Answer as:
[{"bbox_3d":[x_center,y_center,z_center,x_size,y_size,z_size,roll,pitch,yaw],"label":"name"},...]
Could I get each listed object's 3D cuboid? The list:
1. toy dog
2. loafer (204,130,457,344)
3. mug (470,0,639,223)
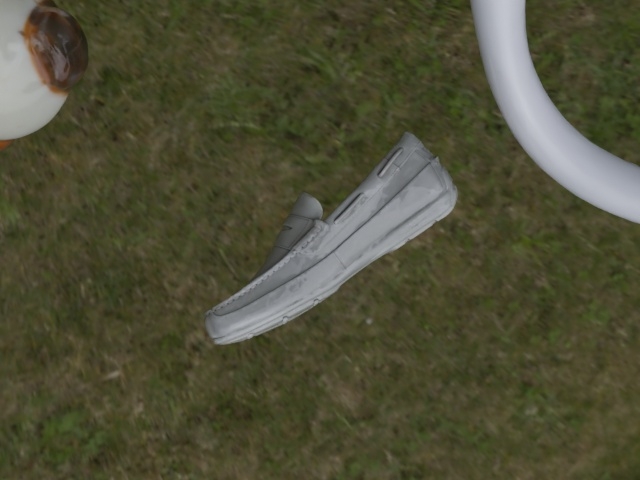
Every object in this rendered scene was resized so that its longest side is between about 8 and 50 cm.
[{"bbox_3d":[-0.471,-0.281,1.462,0.408,0.395,0.284,30,117,-37],"label":"toy dog"},{"bbox_3d":[0.000,0.000,1.350,0.319,0.112,0.111,-34,89,-10],"label":"loafer"},{"bbox_3d":[0.178,-0.179,0.495,0.328,0.276,0.374,4,112,9],"label":"mug"}]
